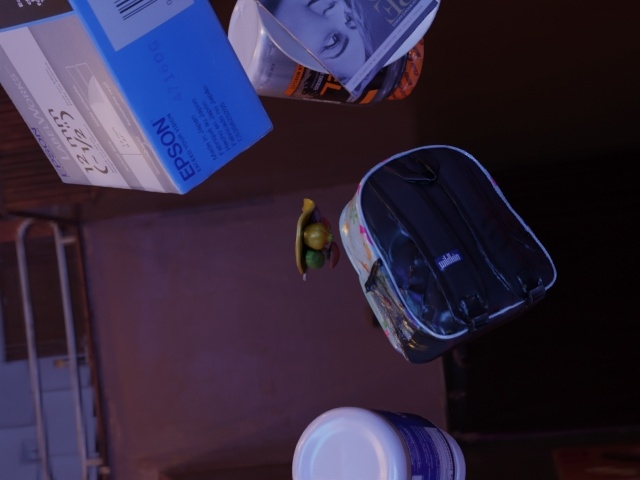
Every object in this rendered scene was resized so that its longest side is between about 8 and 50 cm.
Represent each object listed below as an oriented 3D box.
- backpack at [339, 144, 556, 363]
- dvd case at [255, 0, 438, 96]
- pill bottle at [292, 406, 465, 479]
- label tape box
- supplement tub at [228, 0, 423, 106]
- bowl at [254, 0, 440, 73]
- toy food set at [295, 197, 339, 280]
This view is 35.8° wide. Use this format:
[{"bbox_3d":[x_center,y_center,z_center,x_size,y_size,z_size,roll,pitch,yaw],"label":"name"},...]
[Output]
[{"bbox_3d":[0.149,0.012,1.291,0.253,0.225,0.191,61,157,12],"label":"backpack"},{"bbox_3d":[0.021,-0.315,1.246,0.221,0.164,0.018,42,178,-20],"label":"dvd case"},{"bbox_3d":[0.088,0.300,1.298,0.265,0.153,0.153,24,-122,-60],"label":"pill bottle"},{"bbox_3d":[-0.227,-0.175,0.873,0.115,0.348,0.249,-42,-62,-29],"label":"label tape box"},{"bbox_3d":[0.010,-0.364,1.874,0.207,0.338,0.207,-178,90,-66],"label":"supplement tub"},{"bbox_3d":[0.040,-0.427,1.598,0.134,0.298,0.297,-95,-6,-58],"label":"bowl"},{"bbox_3d":[0.000,0.000,1.831,0.218,0.071,0.128,73,-158,-76],"label":"toy food set"}]
